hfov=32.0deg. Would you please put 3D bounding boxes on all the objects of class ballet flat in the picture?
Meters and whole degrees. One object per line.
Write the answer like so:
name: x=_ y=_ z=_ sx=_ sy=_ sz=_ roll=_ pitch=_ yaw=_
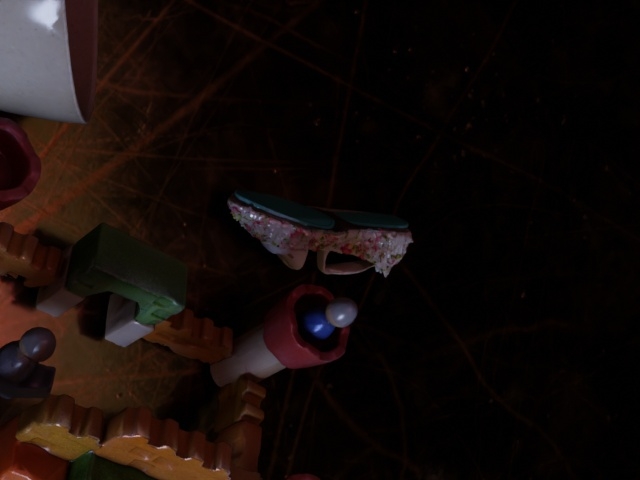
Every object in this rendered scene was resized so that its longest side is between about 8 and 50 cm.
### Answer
ballet flat: x=0.000 y=0.000 z=1.262 sx=0.241 sy=0.091 sz=0.077 roll=9 pitch=107 yaw=-29

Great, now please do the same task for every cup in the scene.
cup: x=-0.319 y=-0.262 z=0.942 sx=0.237 sy=0.331 sz=0.331 roll=-2 pitch=91 yaw=-6

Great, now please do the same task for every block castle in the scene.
block castle: x=-0.172 y=0.112 z=0.997 sx=0.453 sy=0.213 sz=0.303 roll=30 pitch=46 yaw=-33
